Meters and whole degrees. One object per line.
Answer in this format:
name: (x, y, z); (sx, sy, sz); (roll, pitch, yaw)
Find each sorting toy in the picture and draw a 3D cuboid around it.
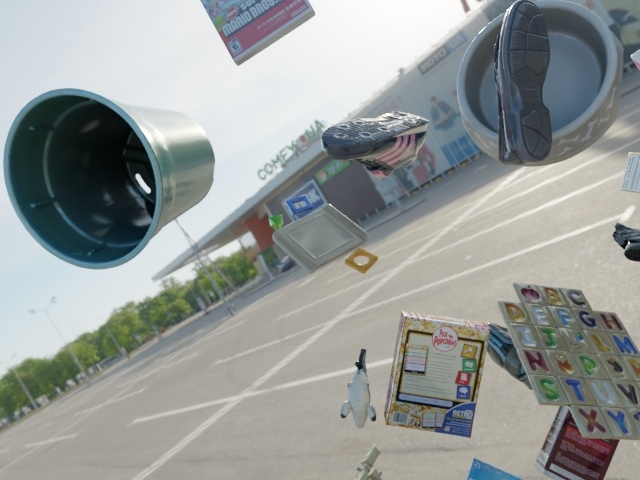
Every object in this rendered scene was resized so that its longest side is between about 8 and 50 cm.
sorting toy: (0.000, 0.000, 1.350); (0.196, 0.347, 0.047); (-30, -40, -24)

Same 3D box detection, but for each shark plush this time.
shark plush: (0.078, 0.313, 1.077); (0.073, 0.161, 0.067); (-11, -17, 12)

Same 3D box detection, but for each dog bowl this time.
dog bowl: (0.453, -0.338, 1.080); (0.349, 0.349, 0.102); (-30, -20, 24)

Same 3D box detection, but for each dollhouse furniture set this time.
dollhouse furniture set: (0.172, 0.699, 1.490); (0.182, 0.101, 0.161); (-43, -5, -41)

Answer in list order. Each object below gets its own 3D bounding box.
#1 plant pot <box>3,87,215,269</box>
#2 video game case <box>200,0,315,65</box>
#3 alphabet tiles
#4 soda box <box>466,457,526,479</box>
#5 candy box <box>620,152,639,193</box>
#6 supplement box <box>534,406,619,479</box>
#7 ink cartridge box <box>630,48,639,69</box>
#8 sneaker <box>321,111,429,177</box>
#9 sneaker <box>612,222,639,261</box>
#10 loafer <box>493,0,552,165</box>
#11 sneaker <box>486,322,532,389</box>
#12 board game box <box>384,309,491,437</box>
plant pot: (-0.411, -0.153, 1.104); (0.341, 0.341, 0.334); (-30, 7, 20)
video game case: (-0.161, -0.548, 1.128); (0.204, 0.285, 0.025); (-31, -18, 7)
alphabet tiles: (0.504, 0.217, 0.983); (0.285, 0.342, 0.011); (7, -48, -12)
soda box: (0.425, 0.563, 1.111); (0.210, 0.071, 0.067); (18, 45, 24)
candy box: (0.732, -0.103, 0.924); (0.183, 0.087, 0.316); (8, 10, -4)
supplement box: (0.629, 0.469, 1.222); (0.239, 0.130, 0.073); (-64, -10, -4)
ink cartridge box: (0.810, -0.376, 1.052); (0.186, 0.065, 0.311); (-38, 26, 27)
sneaker: (0.116, -0.180, 1.046); (0.319, 0.112, 0.131); (-21, -48, -43)
sneaker: (0.727, 0.011, 1.104); (0.170, 0.051, 0.089); (12, 42, 29)
loafer: (0.364, -0.290, 0.961); (0.109, 0.302, 0.095); (-2, -2, -23)
sneaker: (0.506, 0.281, 1.283); (0.125, 0.139, 0.341); (-52, -38, 2)
board game box: (0.197, 0.227, 0.869); (0.146, 0.193, 0.045); (9, 7, 1)
